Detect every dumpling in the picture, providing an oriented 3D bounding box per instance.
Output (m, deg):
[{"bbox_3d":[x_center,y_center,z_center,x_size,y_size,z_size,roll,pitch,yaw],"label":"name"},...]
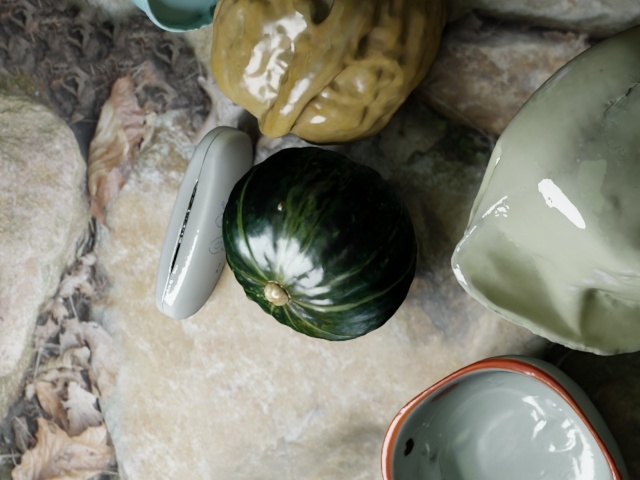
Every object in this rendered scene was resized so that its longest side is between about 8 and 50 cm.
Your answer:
[{"bbox_3d":[0.331,-0.052,1.129,0.315,0.233,0.395,33,107,-17],"label":"dumpling"}]

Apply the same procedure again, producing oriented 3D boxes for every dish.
[{"bbox_3d":[0.200,0.237,1.240,0.256,0.117,0.256,3,98,25],"label":"dish"}]

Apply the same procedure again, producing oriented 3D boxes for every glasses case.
[{"bbox_3d":[-0.135,-0.019,1.376,0.059,0.092,0.234,23,104,23],"label":"glasses case"}]

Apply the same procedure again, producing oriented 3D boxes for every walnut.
[{"bbox_3d":[0.004,-0.212,1.221,0.224,0.257,0.257,26,109,-14],"label":"walnut"}]

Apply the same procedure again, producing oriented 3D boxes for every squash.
[{"bbox_3d":[-0.001,0.003,1.265,0.218,0.218,0.172,30,70,18],"label":"squash"}]

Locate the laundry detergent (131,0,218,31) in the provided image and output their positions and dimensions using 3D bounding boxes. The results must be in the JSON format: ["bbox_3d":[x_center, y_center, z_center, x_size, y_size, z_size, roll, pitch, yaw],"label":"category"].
[{"bbox_3d":[-0.192,-0.420,1.245,0.305,0.287,0.287,38,110,15],"label":"laundry detergent"}]
